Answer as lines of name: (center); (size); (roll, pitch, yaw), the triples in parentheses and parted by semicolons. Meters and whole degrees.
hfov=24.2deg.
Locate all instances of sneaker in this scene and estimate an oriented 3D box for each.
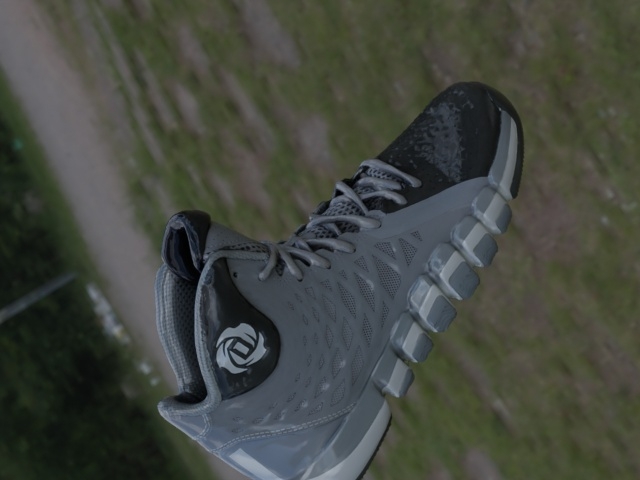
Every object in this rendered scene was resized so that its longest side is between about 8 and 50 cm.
sneaker: (0.000, 0.000, 0.684); (0.132, 0.229, 0.086); (34, 163, -25)
